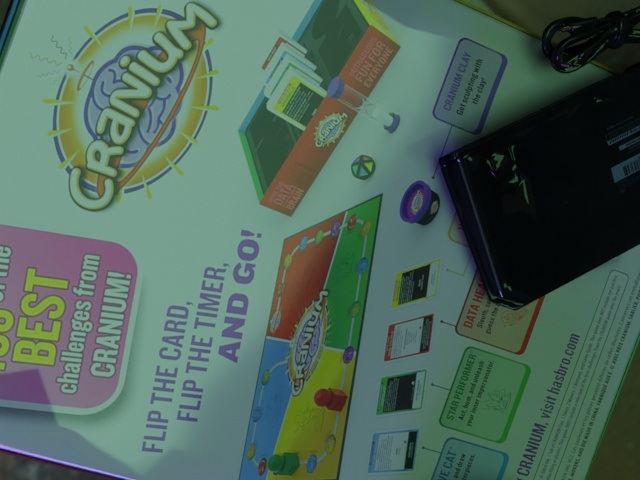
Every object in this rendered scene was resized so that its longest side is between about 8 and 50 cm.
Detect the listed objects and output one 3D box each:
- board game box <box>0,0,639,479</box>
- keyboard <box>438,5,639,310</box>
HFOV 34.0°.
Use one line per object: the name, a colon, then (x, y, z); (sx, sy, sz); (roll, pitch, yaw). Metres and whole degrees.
board game box: (0.000, 0.000, 0.465); (0.316, 0.064, 0.242); (20, 91, -20)
keyboard: (0.136, -0.054, 0.457); (0.180, 0.023, 0.108); (-26, 112, -14)
